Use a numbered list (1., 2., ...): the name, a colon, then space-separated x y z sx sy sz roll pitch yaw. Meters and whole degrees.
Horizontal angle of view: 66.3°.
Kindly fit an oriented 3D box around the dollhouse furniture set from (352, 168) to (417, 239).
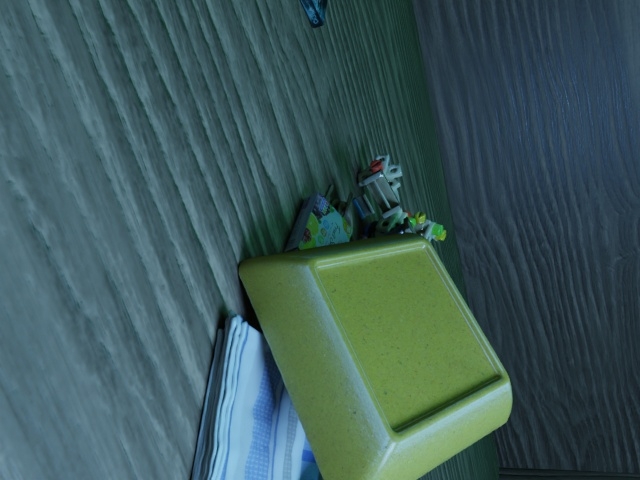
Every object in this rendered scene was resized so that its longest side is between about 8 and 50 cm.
1. dollhouse furniture set: 0.110 -0.034 0.996 0.184 0.129 0.129 61 13 -7

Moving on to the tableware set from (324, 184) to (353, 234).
1. tableware set: 0.036 -0.010 0.938 0.194 0.039 0.128 -68 143 -50

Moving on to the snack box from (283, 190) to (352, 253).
1. snack box: 0.000 0.000 0.819 0.100 0.037 0.141 48 39 -27

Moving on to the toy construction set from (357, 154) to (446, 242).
1. toy construction set: 0.197 -0.044 1.185 0.215 0.151 0.328 -56 130 -24

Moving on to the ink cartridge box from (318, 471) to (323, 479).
1. ink cartridge box: 0.039 0.350 0.795 0.104 0.061 0.182 44 42 -56

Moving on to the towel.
1. towel: -0.060 0.238 0.640 0.285 0.034 0.210 50 39 -52

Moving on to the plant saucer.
1. plant saucer: 0.102 0.127 0.656 0.332 0.081 0.333 -9 64 -38

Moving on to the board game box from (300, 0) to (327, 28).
1. board game box: -0.019 -0.550 1.010 0.126 0.026 0.186 52 37 -49
